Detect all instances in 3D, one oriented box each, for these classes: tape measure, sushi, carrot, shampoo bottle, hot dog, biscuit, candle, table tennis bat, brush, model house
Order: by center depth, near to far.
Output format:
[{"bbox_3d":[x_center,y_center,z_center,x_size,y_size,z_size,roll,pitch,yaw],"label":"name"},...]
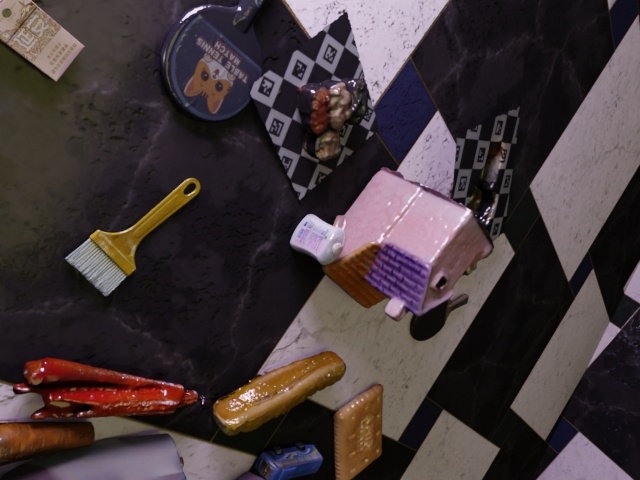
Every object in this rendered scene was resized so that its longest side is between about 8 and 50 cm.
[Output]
[{"bbox_3d":[-0.389,0.272,0.680,0.161,0.055,0.055,14,99,-48],"label":"carrot"},{"bbox_3d":[-0.125,-0.273,0.686,0.150,0.027,0.236,31,90,-47],"label":"table tennis bat"},{"bbox_3d":[-0.303,0.428,0.698,0.259,0.262,0.138,2,118,-42],"label":"tape measure"},{"bbox_3d":[-0.247,-0.018,0.702,0.205,0.011,0.083,-46,133,-18],"label":"brush"},{"bbox_3d":[-0.291,0.225,0.742,0.302,0.059,0.084,23,102,-46],"label":"candle"},{"bbox_3d":[0.018,-0.207,0.817,0.219,0.047,0.231,-44,137,-19],"label":"sushi"},{"bbox_3d":[0.000,0.000,0.873,0.043,0.099,0.072,37,82,-46],"label":"shampoo bottle"},{"bbox_3d":[0.157,0.034,0.947,0.237,0.237,0.202,-51,141,-6],"label":"model house"},{"bbox_3d":[-0.071,0.290,0.965,0.289,0.083,0.068,-15,138,-37],"label":"hot dog"},{"bbox_3d":[0.353,-0.122,1.177,0.320,0.069,0.339,-29,127,-40],"label":"sushi"},{"bbox_3d":[0.099,0.483,1.241,0.160,0.030,0.249,-22,123,-34],"label":"biscuit"},{"bbox_3d":[0.313,0.189,1.309,0.220,0.019,0.130,-19,122,-34],"label":"table tennis bat"}]

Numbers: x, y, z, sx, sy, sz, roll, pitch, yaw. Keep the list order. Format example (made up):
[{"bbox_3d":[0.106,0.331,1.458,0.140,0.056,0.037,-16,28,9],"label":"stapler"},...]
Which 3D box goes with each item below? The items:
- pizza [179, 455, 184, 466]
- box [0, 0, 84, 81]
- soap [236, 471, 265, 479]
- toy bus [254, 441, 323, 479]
[{"bbox_3d":[-0.266,0.416,0.886,0.037,0.016,0.083,26,94,-47],"label":"pizza"},{"bbox_3d":[-0.309,-0.220,0.540,0.053,0.024,0.083,-57,137,-7],"label":"box"},{"bbox_3d":[-0.182,0.652,0.937,0.285,0.107,0.296,-26,119,-55],"label":"soap"},{"bbox_3d":[-0.064,0.472,1.065,0.153,0.061,0.051,14,105,-47],"label":"toy bus"}]
